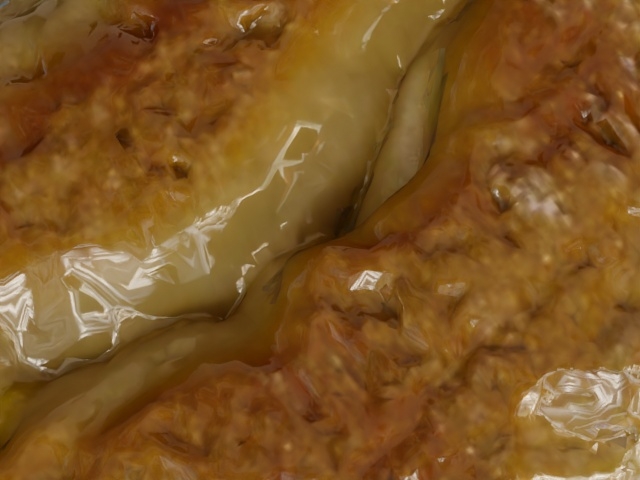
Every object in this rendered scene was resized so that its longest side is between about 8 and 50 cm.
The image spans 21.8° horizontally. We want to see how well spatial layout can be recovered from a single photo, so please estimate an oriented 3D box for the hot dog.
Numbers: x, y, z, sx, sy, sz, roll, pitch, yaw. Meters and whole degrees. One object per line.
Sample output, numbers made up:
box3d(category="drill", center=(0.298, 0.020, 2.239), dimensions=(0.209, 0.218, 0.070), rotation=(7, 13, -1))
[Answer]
box3d(category="hot dog", center=(0.000, 0.000, 0.628), dimensions=(0.367, 0.365, 0.196), rotation=(47, -175, 21))
